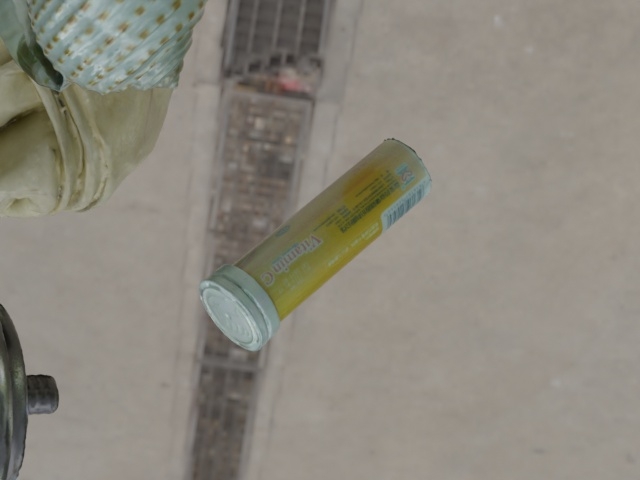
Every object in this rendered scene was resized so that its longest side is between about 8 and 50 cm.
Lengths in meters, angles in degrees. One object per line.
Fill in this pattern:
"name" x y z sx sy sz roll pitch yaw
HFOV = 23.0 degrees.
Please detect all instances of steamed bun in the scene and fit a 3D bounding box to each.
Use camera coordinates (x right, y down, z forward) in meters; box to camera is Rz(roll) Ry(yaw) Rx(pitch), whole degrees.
"steamed bun" -0.301 -0.138 1.477 0.289 0.203 0.276 23 126 1

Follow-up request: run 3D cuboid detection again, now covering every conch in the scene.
"conch" -0.144 -0.190 1.028 0.131 0.200 0.172 -16 -177 -22

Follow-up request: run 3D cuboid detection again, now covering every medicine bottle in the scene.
"medicine bottle" 0.000 0.000 1.320 0.074 0.218 0.074 37 151 25

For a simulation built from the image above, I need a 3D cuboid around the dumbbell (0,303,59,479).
"dumbbell" -0.319 0.113 1.070 0.290 0.192 0.192 -1 157 -28
